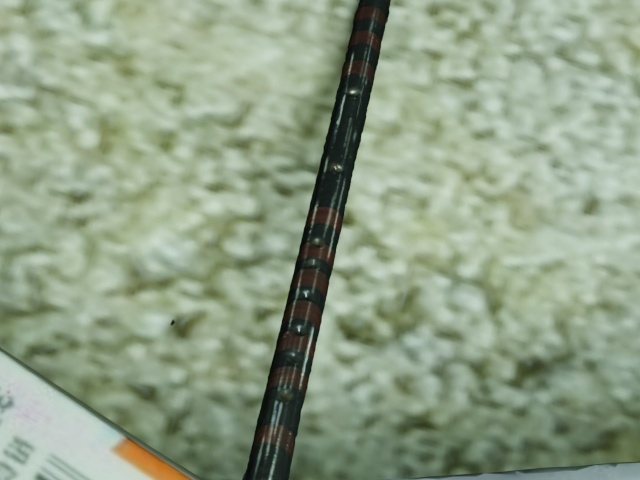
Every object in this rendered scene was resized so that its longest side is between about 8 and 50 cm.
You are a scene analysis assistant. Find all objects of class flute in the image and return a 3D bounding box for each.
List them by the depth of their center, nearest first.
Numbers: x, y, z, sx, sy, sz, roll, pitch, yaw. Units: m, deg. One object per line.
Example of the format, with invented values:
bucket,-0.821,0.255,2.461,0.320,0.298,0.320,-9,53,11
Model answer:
flute,0.000,0.000,0.614,0.014,0.014,0.269,24,43,-10

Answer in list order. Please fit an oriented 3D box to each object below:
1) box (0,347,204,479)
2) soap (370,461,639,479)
box,-0.206,0.111,0.538,0.265,0.048,0.273,33,83,11
soap,0.047,0.213,0.562,0.285,0.107,0.296,-6,76,5
